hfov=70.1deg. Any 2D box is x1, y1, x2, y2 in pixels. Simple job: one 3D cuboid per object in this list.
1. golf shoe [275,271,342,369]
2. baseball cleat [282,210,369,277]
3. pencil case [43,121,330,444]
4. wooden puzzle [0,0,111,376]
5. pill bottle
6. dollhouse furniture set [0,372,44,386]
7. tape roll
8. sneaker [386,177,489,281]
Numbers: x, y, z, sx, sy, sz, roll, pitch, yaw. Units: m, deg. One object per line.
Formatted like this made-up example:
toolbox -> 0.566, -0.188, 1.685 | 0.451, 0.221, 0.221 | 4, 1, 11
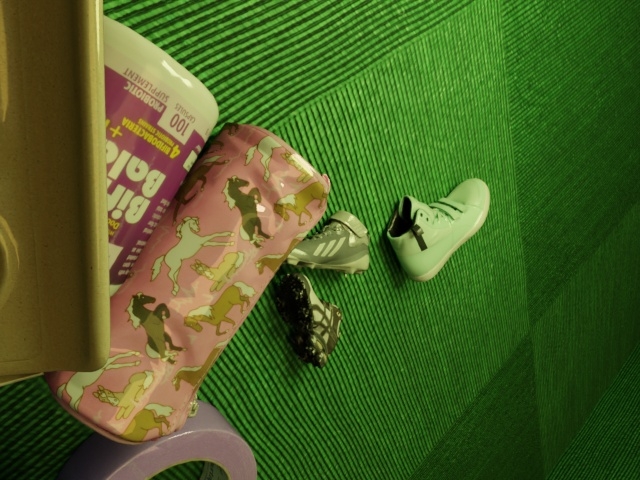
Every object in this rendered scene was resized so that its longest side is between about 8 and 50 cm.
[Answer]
golf shoe -> -0.013, 0.118, 0.763 | 0.094, 0.077, 0.198 | -41, 136, -35
baseball cleat -> 0.000, 0.000, 0.736 | 0.206, 0.072, 0.109 | 11, 83, -44
pencil case -> -0.145, 0.039, 0.556 | 0.386, 0.160, 0.167 | -57, 140, -9
wooden puzzle -> -0.309, -0.063, 0.262 | 0.348, 0.080, 0.321 | 1, 106, -18
pill bottle -> -0.240, -0.044, 0.435 | 0.169, 0.169, 0.301 | 32, 84, -43
dollhouse furniture set -> -0.347, 0.134, 0.471 | 0.115, 0.081, 0.090 | -10, 112, -38
tape roll -> -0.231, 0.371, 0.655 | 0.275, 0.090, 0.274 | -16, 115, -36
sneaker -> 0.230, -0.058, 0.880 | 0.255, 0.094, 0.151 | -51, 128, -15
